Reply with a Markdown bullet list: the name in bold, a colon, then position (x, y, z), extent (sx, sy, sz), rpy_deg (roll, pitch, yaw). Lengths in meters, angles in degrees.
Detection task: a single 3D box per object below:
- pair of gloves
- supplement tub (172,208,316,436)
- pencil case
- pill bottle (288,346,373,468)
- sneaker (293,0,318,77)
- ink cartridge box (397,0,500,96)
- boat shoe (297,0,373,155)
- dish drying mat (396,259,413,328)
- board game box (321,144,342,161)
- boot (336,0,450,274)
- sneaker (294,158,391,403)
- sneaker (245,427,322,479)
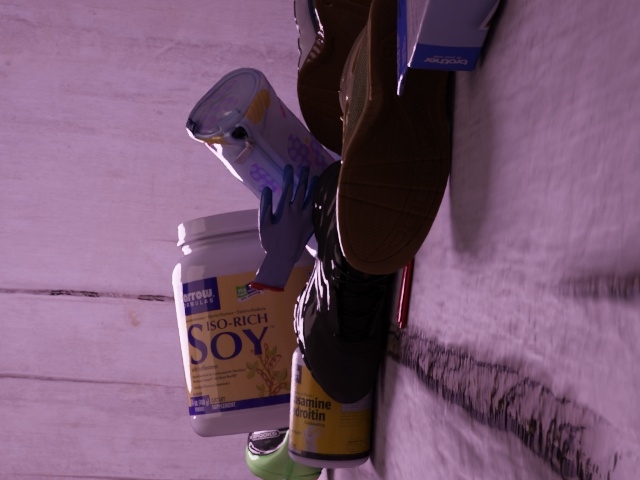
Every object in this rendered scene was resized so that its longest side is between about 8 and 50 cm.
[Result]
- **pair of gloves**: position (0.000, 0.000, 1.547), extent (0.023, 0.198, 0.159), rpy_deg (17, 90, 53)
- **supplement tub**: position (-0.103, 0.129, 2.017), extent (0.241, 0.241, 0.331), rpy_deg (123, 139, -82)
- **pencil case**: position (-0.041, -0.090, 1.587), extent (0.273, 0.113, 0.124), rpy_deg (46, 177, -36)
- **pill bottle**: position (0.015, 0.182, 1.595), extent (0.103, 0.103, 0.184), rpy_deg (-140, 52, -85)
- **sneaker**: position (0.031, -0.258, 1.653), extent (0.107, 0.110, 0.275), rpy_deg (51, -149, -65)
- **ink cartridge box**: position (0.103, -0.254, 0.936), extent (0.311, 0.065, 0.186), rpy_deg (108, 165, -66)
- **boat shoe**: position (0.054, -0.232, 1.435), extent (0.123, 0.123, 0.342), rpy_deg (-54, -23, -34)
- **dish drying mat**: position (0.087, 0.048, 1.335), extent (0.032, 0.008, 0.083), rpy_deg (-93, 7, -62)
- **board game box**: position (0.027, -0.153, 1.906), extent (0.318, 0.066, 0.318), rpy_deg (-103, 15, -75)
- **boot**: position (0.059, -0.100, 1.203), extent (0.203, 0.095, 0.262), rpy_deg (180, 94, -85)
- **sneaker**: position (0.033, 0.051, 1.476), extent (0.130, 0.109, 0.286), rpy_deg (-146, 55, -76)
- **sneaker**: position (-0.061, 0.248, 2.338), extent (0.483, 0.185, 0.202), rpy_deg (-117, 37, -64)
